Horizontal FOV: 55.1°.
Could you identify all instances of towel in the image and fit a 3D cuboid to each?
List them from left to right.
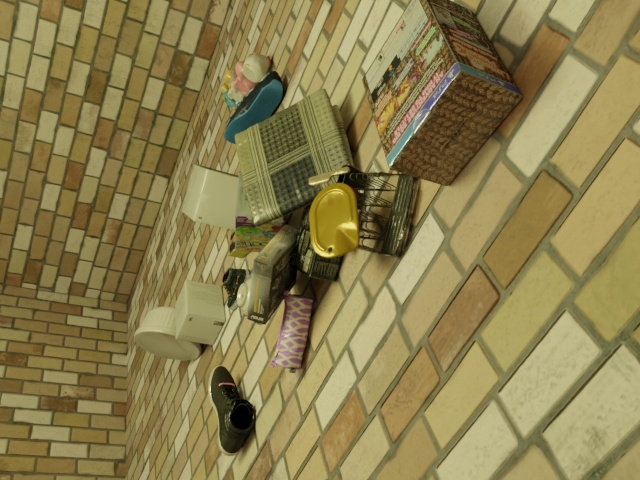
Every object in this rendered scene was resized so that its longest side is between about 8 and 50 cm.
[{"bbox_3d":[-0.071,-0.224,1.656,0.312,0.056,0.324,-24,60,16],"label":"towel"}]

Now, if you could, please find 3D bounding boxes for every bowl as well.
[{"bbox_3d":[-0.217,0.180,1.958,0.170,0.080,0.170,-37,47,54],"label":"bowl"}]

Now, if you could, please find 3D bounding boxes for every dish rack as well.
[{"bbox_3d":[0.111,-0.068,1.390,0.271,0.074,0.208,12,90,65],"label":"dish rack"}]

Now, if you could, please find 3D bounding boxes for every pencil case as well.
[{"bbox_3d":[-0.078,0.240,1.626,0.086,0.088,0.206,-2,76,62],"label":"pencil case"}]

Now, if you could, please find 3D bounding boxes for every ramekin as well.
[{"bbox_3d":[-0.602,0.373,2.482,0.273,0.273,0.127,-43,29,51],"label":"ramekin"}]

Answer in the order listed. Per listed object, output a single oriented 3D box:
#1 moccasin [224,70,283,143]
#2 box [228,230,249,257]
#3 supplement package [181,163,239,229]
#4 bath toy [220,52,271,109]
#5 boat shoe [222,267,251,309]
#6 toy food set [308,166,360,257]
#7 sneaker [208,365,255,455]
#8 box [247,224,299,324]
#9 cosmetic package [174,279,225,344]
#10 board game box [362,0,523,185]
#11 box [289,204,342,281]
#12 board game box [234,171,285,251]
[{"bbox_3d":[-0.238,-0.492,2.302,0.342,0.138,0.116,-36,41,36],"label":"moccasin"},{"bbox_3d":[-0.260,-0.007,2.165,0.232,0.058,0.087,-31,51,57],"label":"box"},{"bbox_3d":[-0.395,-0.166,2.359,0.263,0.198,0.199,26,102,65],"label":"supplement package"},{"bbox_3d":[-0.303,-0.666,2.506,0.129,0.151,0.348,-49,13,-27],"label":"bath toy"},{"bbox_3d":[-0.316,0.167,2.167,0.183,0.083,0.065,-63,28,29],"label":"boat shoe"},{"bbox_3d":[0.045,-0.054,1.377,0.128,0.071,0.217,-20,59,31],"label":"toy food set"},{"bbox_3d":[-0.269,0.496,1.900,0.147,0.105,0.295,-54,40,38],"label":"sneaker"},{"bbox_3d":[-0.120,0.087,1.639,0.231,0.056,0.183,-55,-24,-58],"label":"box"},{"bbox_3d":[-0.464,0.275,2.351,0.151,0.151,0.183,-60,29,33],"label":"cosmetic package"},{"bbox_3d":[0.219,-0.297,1.190,0.232,0.141,0.291,-54,33,40],"label":"board game box"},{"bbox_3d":[0.000,0.000,1.586,0.147,0.078,0.180,21,98,66],"label":"box"},{"bbox_3d":[-0.178,-0.074,1.824,0.275,0.142,0.144,111,163,-69],"label":"board game box"}]
